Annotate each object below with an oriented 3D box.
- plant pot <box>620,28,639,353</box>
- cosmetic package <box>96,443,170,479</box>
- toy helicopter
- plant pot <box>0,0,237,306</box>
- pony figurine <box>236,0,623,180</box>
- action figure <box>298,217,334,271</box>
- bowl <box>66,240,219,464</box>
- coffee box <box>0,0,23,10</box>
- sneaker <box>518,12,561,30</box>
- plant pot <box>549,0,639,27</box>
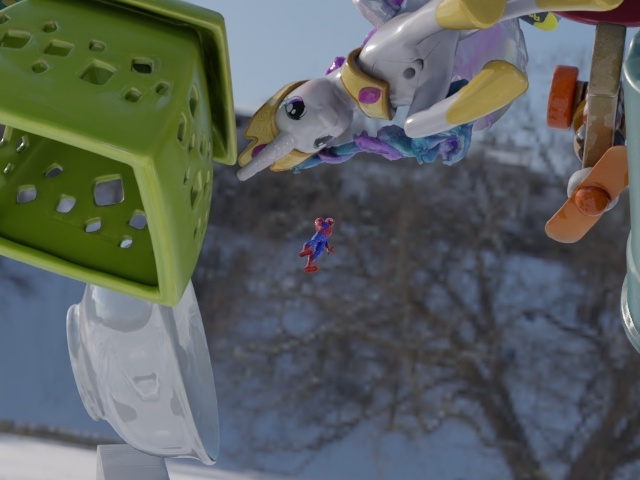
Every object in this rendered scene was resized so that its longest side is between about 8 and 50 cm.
[{"bbox_3d":[0.468,-0.069,1.647,0.341,0.341,0.334,5,-49,27],"label":"plant pot"},{"bbox_3d":[-0.262,0.381,2.194,0.107,0.127,0.238,1,10,-8],"label":"cosmetic package"},{"bbox_3d":[0.327,-0.139,1.833,0.140,0.235,0.355,10,-17,12],"label":"toy helicopter"},{"bbox_3d":[-0.197,-0.106,1.396,0.228,0.207,0.227,18,-34,14],"label":"plant pot"},{"bbox_3d":[0.099,-0.202,1.355,0.303,0.351,0.363,47,-35,-16],"label":"pony figurine"},{"bbox_3d":[0.000,0.000,2.008,0.030,0.038,0.115,-14,24,19],"label":"action figure"},{"bbox_3d":[-0.217,0.131,1.843,0.134,0.298,0.298,-12,-8,1],"label":"bowl"},{"bbox_3d":[-0.416,-0.335,2.247,0.113,0.184,0.040,35,-47,-22],"label":"coffee box"},{"bbox_3d":[0.304,-0.365,2.320,0.144,0.059,0.053,34,-24,20],"label":"sneaker"},{"bbox_3d":[0.335,-0.361,1.754,0.201,0.180,0.201,7,-16,2],"label":"plant pot"}]
